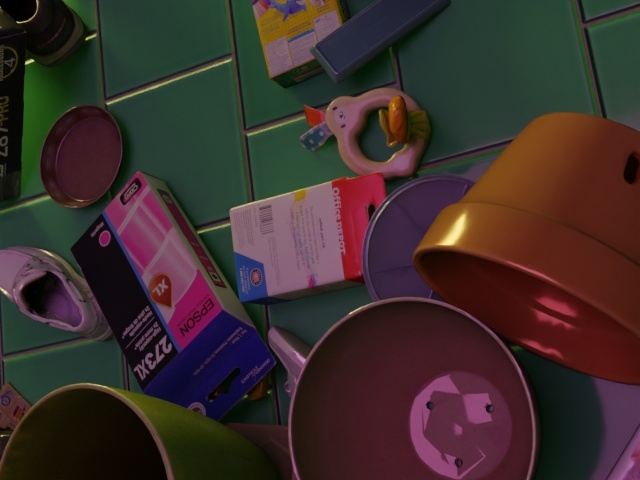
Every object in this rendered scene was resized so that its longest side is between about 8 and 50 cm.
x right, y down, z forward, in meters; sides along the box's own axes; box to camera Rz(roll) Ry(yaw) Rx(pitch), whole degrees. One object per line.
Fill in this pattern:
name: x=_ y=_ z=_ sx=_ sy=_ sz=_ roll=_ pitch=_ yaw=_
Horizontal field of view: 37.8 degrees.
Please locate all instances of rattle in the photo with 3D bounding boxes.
rattle: x=0.034 y=-0.151 z=1.225 sx=0.199 sy=0.142 sz=0.130 roll=22 pitch=110 yaw=22

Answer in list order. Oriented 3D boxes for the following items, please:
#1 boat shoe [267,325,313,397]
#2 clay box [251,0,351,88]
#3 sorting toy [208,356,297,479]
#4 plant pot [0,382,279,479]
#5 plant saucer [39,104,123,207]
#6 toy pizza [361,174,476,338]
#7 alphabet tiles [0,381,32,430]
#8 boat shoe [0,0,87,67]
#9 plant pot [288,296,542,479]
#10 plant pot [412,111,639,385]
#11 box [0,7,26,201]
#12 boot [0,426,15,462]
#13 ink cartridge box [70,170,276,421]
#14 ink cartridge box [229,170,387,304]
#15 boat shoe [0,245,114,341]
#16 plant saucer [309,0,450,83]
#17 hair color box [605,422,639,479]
boat shoe: x=-0.014 y=0.191 z=1.234 sx=0.184 sy=0.066 sz=0.063 roll=43 pitch=101 yaw=16
clay box: x=-0.032 y=-0.345 z=1.336 sx=0.127 sy=0.053 sz=0.222 roll=-19 pitch=73 yaw=22
sorting toy: x=-0.098 y=0.307 z=1.270 sx=0.229 sy=0.041 sz=0.307 roll=-3 pitch=79 yaw=31
plant pot: x=-0.183 y=0.313 z=1.121 sx=0.274 sy=0.293 sz=0.275 roll=-6 pitch=78 yaw=31
plant saucer: x=-0.375 y=-0.132 z=1.490 sx=0.168 sy=0.029 sz=0.169 roll=-5 pitch=79 yaw=27
toy pizza: x=0.148 y=0.020 z=1.148 sx=0.201 sy=0.032 sz=0.201 roll=0 pitch=91 yaw=-8
alphabet tiles: x=-0.472 y=0.371 z=1.465 sx=0.237 sy=0.009 sz=0.198 roll=36 pitch=98 yaw=27
boat shoe: x=-0.530 y=-0.428 z=1.551 sx=0.355 sy=0.130 sz=0.132 roll=36 pitch=81 yaw=24
plant pot: x=0.132 y=0.214 z=1.077 sx=0.284 sy=0.191 sz=0.284 roll=-5 pitch=80 yaw=27
plant pot: x=0.273 y=0.000 z=1.012 sx=0.290 sy=0.291 sz=0.203 roll=22 pitch=74 yaw=28
box: x=-0.626 y=-0.290 z=1.530 sx=0.395 sy=0.097 sz=0.318 roll=40 pitch=135 yaw=27
boot: x=-0.432 y=0.391 z=1.384 sx=0.229 sy=0.091 sz=0.263 roll=-1 pitch=78 yaw=28
ink cartridge box: x=-0.220 y=0.087 z=1.330 sx=0.176 sy=0.069 sz=0.371 roll=-46 pitch=60 yaw=16
ink cartridge box: x=0.000 y=0.000 z=1.245 sx=0.231 sy=0.078 sz=0.134 roll=-13 pitch=77 yaw=25
boat shoe: x=-0.432 y=0.072 z=1.445 sx=0.277 sy=0.096 sz=0.098 roll=20 pitch=91 yaw=29
plant saucer: x=0.079 y=-0.290 z=1.254 sx=0.192 sy=0.018 sz=0.067 roll=-36 pitch=74 yaw=-3
hair color box: x=0.437 y=0.202 z=0.971 sx=0.174 sy=0.105 sz=0.347 roll=32 pitch=97 yaw=28
